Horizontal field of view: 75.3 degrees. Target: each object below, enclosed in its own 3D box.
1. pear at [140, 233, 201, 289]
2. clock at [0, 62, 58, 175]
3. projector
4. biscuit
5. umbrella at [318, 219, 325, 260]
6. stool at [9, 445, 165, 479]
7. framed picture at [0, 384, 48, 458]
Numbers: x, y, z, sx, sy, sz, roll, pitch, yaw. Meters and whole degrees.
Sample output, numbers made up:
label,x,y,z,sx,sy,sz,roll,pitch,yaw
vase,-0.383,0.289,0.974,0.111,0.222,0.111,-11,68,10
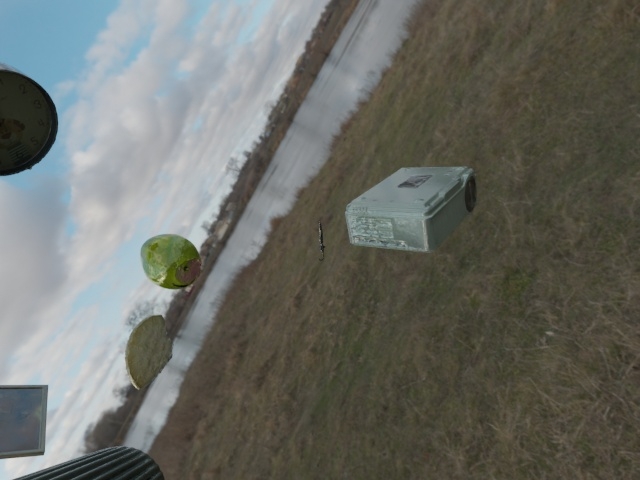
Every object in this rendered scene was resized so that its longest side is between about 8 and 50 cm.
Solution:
label,x,y,z,sx,sy,sz,roll,pitch,yaw
pear,-0.502,0.063,1.366,0.187,0.219,0.188,-41,-33,-35
clock,-0.880,-0.324,1.135,0.313,0.061,0.313,-52,-21,-30
projector,0.195,-0.077,0.857,0.192,0.099,0.256,8,29,38
biscuit,-0.595,0.387,1.460,0.040,0.188,0.266,-17,58,31
umbrella,0.004,-0.001,1.266,0.022,0.022,0.149,39,138,45
stool,-0.473,0.572,0.798,0.297,0.297,0.330,-63,-9,-10
framed picture,-1.052,0.606,1.406,0.020,0.211,0.289,-61,39,19
